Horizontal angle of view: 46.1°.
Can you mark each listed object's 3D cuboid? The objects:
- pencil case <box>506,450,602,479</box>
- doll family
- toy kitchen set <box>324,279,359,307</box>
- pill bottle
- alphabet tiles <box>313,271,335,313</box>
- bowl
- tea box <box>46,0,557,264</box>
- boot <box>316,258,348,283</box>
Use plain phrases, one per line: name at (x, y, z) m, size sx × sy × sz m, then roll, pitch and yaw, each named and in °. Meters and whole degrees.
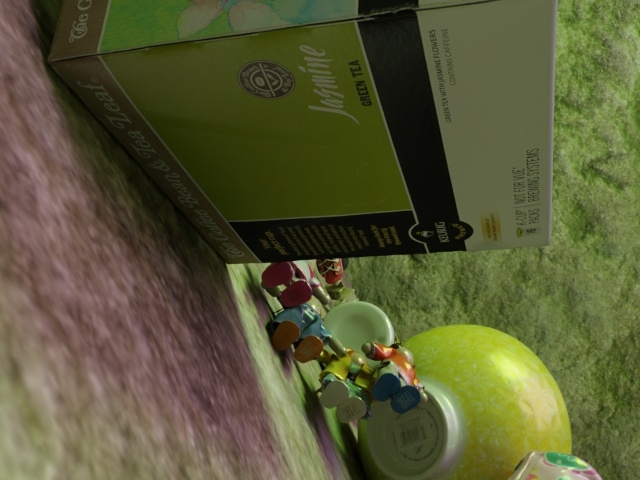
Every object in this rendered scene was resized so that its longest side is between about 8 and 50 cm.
pencil case at (0.176, 0.307, 0.723) m, size 0.284 × 0.124 × 0.124 m, roll -18°, pitch 79°, yaw -45°
doll family at (0.002, 0.115, 0.867) m, size 0.263 × 0.118 × 0.163 m, roll 46°, pitch 10°, yaw -1°
toy kitchen set at (0.025, 0.123, 1.683) m, size 0.083 × 0.075 × 0.068 m, roll 8°, pitch -48°, yaw 43°
pill bottle at (0.074, 0.187, 1.166) m, size 0.119 × 0.119 × 0.208 m, roll 66°, pitch 4°, yaw 33°
alphabet tiles at (-0.051, 0.001, 1.258) m, size 0.343 × 0.011 × 0.285 m, roll 59°, pitch 1°, yaw -24°
bowl at (0.146, 0.241, 0.942) m, size 0.156 × 0.289 × 0.289 m, roll 19°, pitch 39°, yaw -49°
tea box at (0.020, -0.146, 0.620) m, size 0.329 × 0.323 × 0.220 m, roll 61°, pitch 29°, yaw -60°
boot at (0.000, 0.000, 1.415) m, size 0.244 × 0.088 × 0.176 m, roll -12°, pitch 92°, yaw -75°
